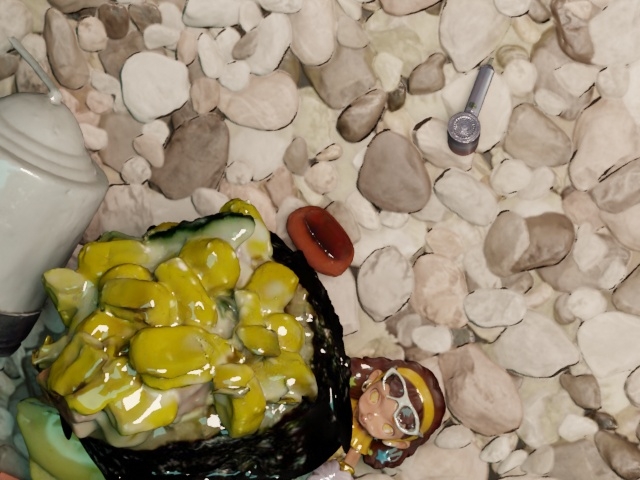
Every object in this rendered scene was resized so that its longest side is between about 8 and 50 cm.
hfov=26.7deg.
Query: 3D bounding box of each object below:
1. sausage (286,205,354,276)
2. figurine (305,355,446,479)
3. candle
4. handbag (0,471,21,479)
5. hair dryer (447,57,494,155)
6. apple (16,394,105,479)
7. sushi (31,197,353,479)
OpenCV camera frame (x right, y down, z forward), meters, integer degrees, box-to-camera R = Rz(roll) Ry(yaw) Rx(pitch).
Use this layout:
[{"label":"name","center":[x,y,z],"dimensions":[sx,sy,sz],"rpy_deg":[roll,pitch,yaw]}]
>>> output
[{"label":"sausage","center":[0.000,0.000,1.587],"dimensions":[0.094,0.059,0.054],"rpy_deg":[52,150,-1]},{"label":"figurine","center":[0.034,0.218,1.590],"dimensions":[0.240,0.116,0.175],"rpy_deg":[-25,76,20]},{"label":"candle","center":[-0.380,-0.039,1.579],"dimensions":[0.221,0.221,0.342],"rpy_deg":[34,105,4]},{"label":"handbag","center":[-0.464,0.369,1.757],"dimensions":[0.212,0.059,0.157],"rpy_deg":[21,103,9]},{"label":"hair dryer","center":[0.176,-0.155,1.527],"dimensions":[0.037,0.063,0.114],"rpy_deg":[20,82,8]},{"label":"apple","center":[-0.235,0.279,1.663],"dimensions":[0.265,0.120,0.193],"rpy_deg":[13,120,11]},{"label":"sushi","center":[-0.145,0.095,1.464],"dimensions":[0.328,0.285,0.329],"rpy_deg":[-5,56,15]}]
